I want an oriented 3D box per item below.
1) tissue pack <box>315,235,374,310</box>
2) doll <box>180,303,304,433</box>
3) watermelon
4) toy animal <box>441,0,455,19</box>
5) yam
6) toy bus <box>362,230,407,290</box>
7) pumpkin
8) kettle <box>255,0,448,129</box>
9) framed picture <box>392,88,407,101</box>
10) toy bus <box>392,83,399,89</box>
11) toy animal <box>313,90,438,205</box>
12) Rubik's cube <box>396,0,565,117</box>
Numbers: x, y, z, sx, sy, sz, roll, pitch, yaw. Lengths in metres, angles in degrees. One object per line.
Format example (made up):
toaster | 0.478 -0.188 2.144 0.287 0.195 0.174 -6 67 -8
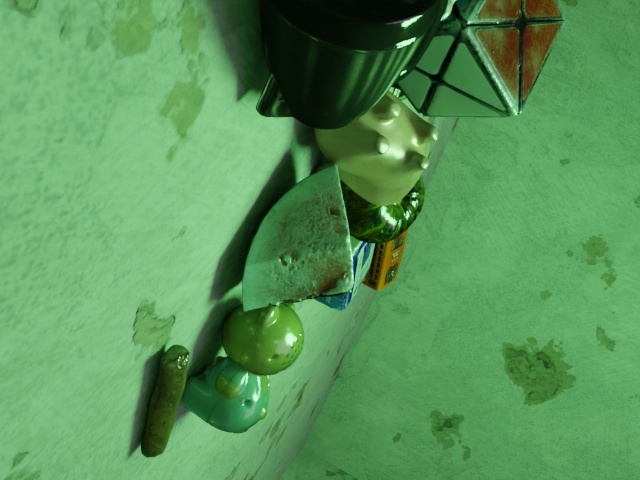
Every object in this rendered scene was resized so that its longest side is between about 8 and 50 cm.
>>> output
tissue pack | 0.064 0.041 1.528 0.209 0.137 0.270 -55 161 -32
doll | -0.137 0.233 1.064 0.261 0.161 0.177 -61 165 1
watermelon | 0.000 0.000 1.018 0.319 0.213 0.290 -7 126 -59
toy animal | 0.134 -0.414 0.797 0.208 0.204 0.156 -42 153 -37
yam | -0.262 0.271 0.905 0.057 0.056 0.241 -41 156 -58
toy bus | 0.193 -0.011 1.729 0.143 0.153 0.330 -25 134 -40
pumpkin | 0.131 -0.118 1.348 0.260 0.189 0.261 -1 92 -41
kettle | 0.026 -0.265 0.706 0.251 0.207 0.271 -59 176 -29
framed picture | 0.278 -0.525 1.515 0.231 0.018 0.293 -41 153 -58
toy bus | 0.221 -0.453 1.275 0.108 0.096 0.199 -43 153 -67
toy animal | 0.100 -0.192 1.073 0.326 0.269 0.237 28 88 -44
Rubik's cube | 0.283 -0.413 1.062 0.255 0.260 0.259 41 76 -40
